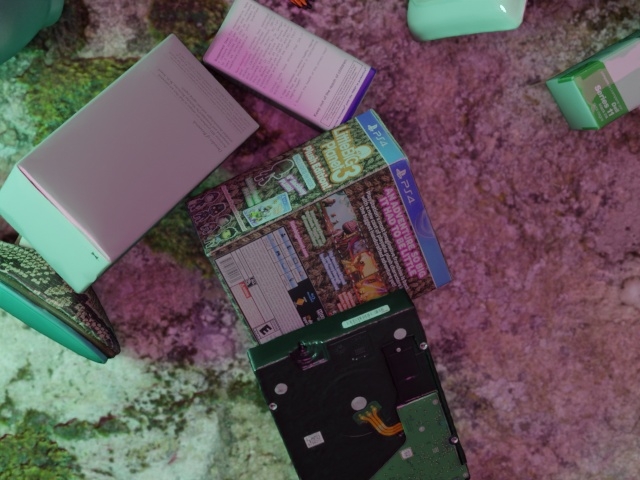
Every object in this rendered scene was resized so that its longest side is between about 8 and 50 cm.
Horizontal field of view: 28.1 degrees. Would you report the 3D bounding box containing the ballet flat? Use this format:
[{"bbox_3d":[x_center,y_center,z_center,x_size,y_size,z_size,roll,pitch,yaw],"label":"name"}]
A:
[{"bbox_3d":[-0.478,0.004,1.775,0.483,0.164,0.182,22,71,-3],"label":"ballet flat"}]

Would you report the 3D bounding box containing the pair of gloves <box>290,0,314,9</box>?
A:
[{"bbox_3d":[-0.021,-0.379,1.844,0.083,0.010,0.074,-44,95,-1],"label":"pair of gloves"}]

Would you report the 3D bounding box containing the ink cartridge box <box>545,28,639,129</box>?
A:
[{"bbox_3d":[0.444,-0.242,1.812,0.208,0.153,0.087,-30,95,-1],"label":"ink cartridge box"}]

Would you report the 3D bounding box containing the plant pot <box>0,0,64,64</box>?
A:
[{"bbox_3d":[-0.462,-0.357,1.702,0.196,0.293,0.293,-16,95,-30],"label":"plant pot"}]

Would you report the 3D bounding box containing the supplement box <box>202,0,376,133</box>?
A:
[{"bbox_3d":[-0.045,-0.241,1.799,0.220,0.111,0.114,28,91,-5],"label":"supplement box"}]

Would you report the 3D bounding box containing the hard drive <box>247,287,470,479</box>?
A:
[{"bbox_3d":[0.061,0.250,1.791,0.237,0.064,0.339,-22,120,-2],"label":"hard drive"}]

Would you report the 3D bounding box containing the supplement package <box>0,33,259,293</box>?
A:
[{"bbox_3d":[-0.260,-0.101,1.705,0.175,0.177,0.293,47,62,-5],"label":"supplement package"}]

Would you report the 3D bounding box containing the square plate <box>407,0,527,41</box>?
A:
[{"bbox_3d":[0.206,-0.444,1.689,0.049,0.344,0.347,10,93,-18],"label":"square plate"}]

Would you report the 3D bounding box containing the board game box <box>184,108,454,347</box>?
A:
[{"bbox_3d":[0.000,0.000,1.751,0.291,0.141,0.232,-26,128,-2],"label":"board game box"}]
